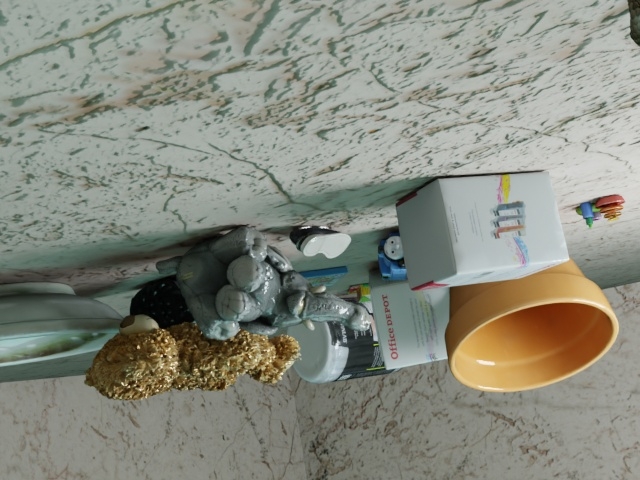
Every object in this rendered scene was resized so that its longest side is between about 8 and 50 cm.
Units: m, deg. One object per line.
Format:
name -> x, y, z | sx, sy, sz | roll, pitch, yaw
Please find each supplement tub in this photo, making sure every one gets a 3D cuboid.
supplement tub -> 0.101, 0.250, 2.292 | 0.338, 0.207, 0.207 | 0, 167, -37

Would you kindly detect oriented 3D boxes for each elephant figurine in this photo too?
elephant figurine -> -0.079, 0.078, 1.298 | 0.169, 0.186, 0.239 | -40, 147, 25

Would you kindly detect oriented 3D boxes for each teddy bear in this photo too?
teddy bear -> -0.189, 0.164, 1.362 | 0.338, 0.113, 0.245 | 3, -172, -26

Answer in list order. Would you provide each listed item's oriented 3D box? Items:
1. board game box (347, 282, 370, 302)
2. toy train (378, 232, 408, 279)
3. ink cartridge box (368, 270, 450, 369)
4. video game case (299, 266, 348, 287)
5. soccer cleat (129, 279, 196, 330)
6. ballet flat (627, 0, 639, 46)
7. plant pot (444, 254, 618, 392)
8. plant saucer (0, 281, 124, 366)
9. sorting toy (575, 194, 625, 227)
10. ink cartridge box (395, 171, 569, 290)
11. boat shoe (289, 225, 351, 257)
board game box -> 0.196, 0.110, 2.107 | 0.260, 0.039, 0.124 | -6, 169, -3
toy train -> 0.147, 0.024, 1.471 | 0.105, 0.080, 0.184 | -4, 170, 3
ink cartridge box -> 0.223, 0.139, 1.797 | 0.233, 0.171, 0.168 | -10, -172, 2
video game case -> -0.019, 0.081, 1.799 | 0.119, 0.015, 0.166 | -7, 170, -12
soccer cleat -> -0.190, 0.104, 1.540 | 0.318, 0.108, 0.116 | -18, 171, 29
ballet flat -> 0.300, -0.164, 0.662 | 0.250, 0.058, 0.084 | -7, 135, -40
plant pot -> 0.348, 0.107, 1.567 | 0.291, 0.203, 0.290 | -6, 142, -4
plant saucer -> -0.503, 0.136, 1.434 | 0.401, 0.100, 0.400 | -10, 169, -2
sorting toy -> 0.461, -0.043, 1.473 | 0.061, 0.042, 0.102 | -6, 170, -17
ink cartridge box -> 0.214, -0.011, 1.187 | 0.176, 0.127, 0.128 | -4, 168, -23
boat shoe -> 0.000, 0.000, 1.316 | 0.125, 0.038, 0.046 | -4, 128, -55
